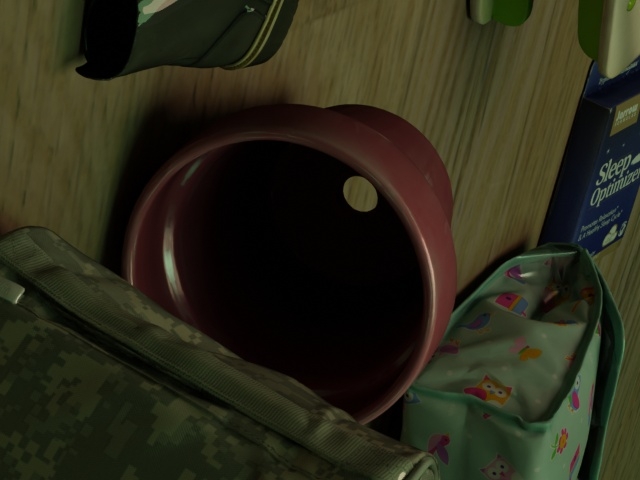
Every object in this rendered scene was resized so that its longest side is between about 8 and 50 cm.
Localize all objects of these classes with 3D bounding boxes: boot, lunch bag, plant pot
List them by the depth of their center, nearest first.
[{"bbox_3d":[-0.091,0.154,1.066,0.212,0.305,0.256,-37,148,-48],"label":"lunch bag"},{"bbox_3d":[-0.058,-0.176,1.075,0.137,0.077,0.198,-18,129,-50],"label":"boot"},{"bbox_3d":[0.000,0.000,1.234,0.180,0.201,0.201,-46,154,-63],"label":"plant pot"},{"bbox_3d":[0.174,0.150,1.736,0.262,0.160,0.223,-51,151,-50],"label":"lunch bag"}]

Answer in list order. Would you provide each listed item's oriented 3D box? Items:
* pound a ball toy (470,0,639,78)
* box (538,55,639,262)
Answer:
[{"bbox_3d":[0.230,-0.235,1.405,0.136,0.208,0.319,-44,148,-34],"label":"pound a ball toy"},{"bbox_3d":[0.267,-0.077,1.834,0.136,0.036,0.225,-27,136,-52],"label":"box"}]
